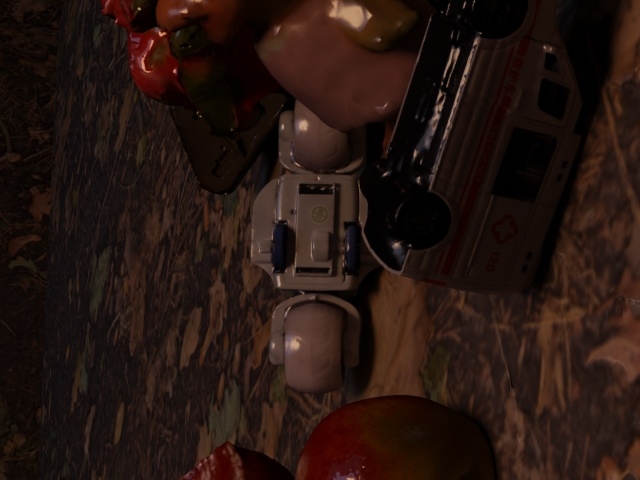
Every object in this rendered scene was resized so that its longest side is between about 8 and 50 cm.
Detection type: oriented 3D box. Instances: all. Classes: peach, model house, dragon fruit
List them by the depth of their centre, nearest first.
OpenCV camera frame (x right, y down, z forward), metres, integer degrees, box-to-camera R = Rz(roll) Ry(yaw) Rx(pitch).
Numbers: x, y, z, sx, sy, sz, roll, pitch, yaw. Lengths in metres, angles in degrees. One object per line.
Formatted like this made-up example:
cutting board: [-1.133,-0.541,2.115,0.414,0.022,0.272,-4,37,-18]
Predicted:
peach: [0.043,0.156,0.837,0.118,0.151,0.151,42,137,13]
dragon fruit: [-0.075,-0.219,1.075,0.237,0.231,0.302,-37,7,23]
model house: [-0.085,-0.178,1.364,0.203,0.141,0.164,-48,10,24]

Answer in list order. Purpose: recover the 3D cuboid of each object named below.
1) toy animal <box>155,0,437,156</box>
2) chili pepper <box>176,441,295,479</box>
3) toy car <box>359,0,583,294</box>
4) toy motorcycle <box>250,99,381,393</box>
toy animal: [-0.005,-0.181,0.876,0.169,0.281,0.195,-61,18,-2]
chili pepper: [-0.049,0.321,0.991,0.134,0.131,0.338,-44,30,22]
toy car: [0.100,-0.072,0.760,0.089,0.108,0.209,-127,52,-68]
toy motorcycle: [0.000,0.000,1.057,0.112,0.112,0.254,151,123,-67]
